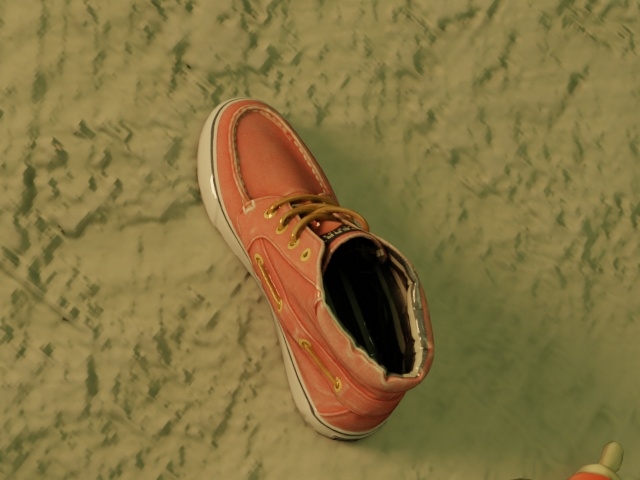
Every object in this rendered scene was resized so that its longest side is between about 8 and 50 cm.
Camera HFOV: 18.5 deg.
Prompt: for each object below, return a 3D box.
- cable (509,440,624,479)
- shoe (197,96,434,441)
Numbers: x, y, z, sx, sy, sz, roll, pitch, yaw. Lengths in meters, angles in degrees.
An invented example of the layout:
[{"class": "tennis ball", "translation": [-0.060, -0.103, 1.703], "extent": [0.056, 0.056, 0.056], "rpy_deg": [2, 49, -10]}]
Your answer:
[{"class": "cable", "translation": [0.104, 0.184, 0.828], "extent": [0.139, 0.072, 0.287], "rpy_deg": [37, 35, 4]}, {"class": "shoe", "translation": [0.000, 0.000, 0.909], "extent": [0.063, 0.081, 0.178], "rpy_deg": [-14, 72, -26]}]
